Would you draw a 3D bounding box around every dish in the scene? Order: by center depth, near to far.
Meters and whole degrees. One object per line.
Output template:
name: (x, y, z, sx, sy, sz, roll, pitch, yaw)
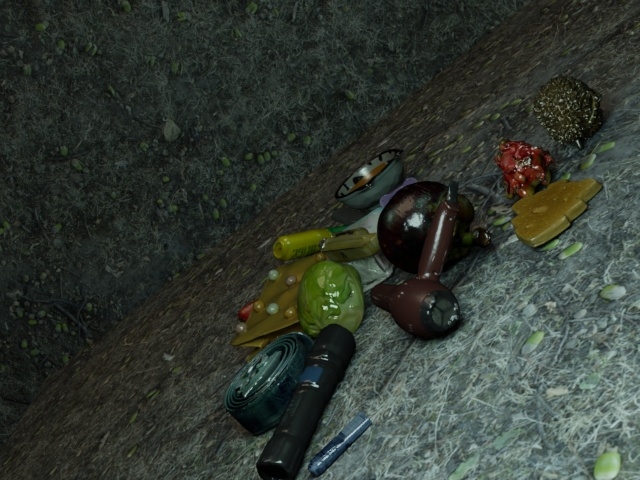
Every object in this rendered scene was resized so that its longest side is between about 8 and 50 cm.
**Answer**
dish: (0.193, -0.194, 2.573, 0.303, 0.120, 0.303, -36, 15, 12)

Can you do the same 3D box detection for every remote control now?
remote control: (0.036, 0.395, 1.430, 0.152, 0.027, 0.043, -41, 11, -14)

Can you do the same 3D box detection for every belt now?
belt: (-0.108, 0.336, 1.768, 0.267, 0.116, 0.206, -46, 19, -15)

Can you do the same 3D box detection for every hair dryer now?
hair dryer: (0.226, 0.029, 1.602, 0.312, 0.123, 0.340, -157, 82, -70)

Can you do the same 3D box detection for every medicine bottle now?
medicine bottle: (0.000, 0.000, 2.340, 0.309, 0.076, 0.111, -12, -20, -28)

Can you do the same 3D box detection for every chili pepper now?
chili pepper: (-0.220, 0.244, 2.350, 0.192, 0.086, 0.084, -36, 41, -25)

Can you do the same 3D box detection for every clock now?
clock: (0.257, -0.127, 2.252, 0.152, 0.110, 0.050, -35, 17, 13)

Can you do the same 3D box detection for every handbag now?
handbag: (-0.083, 0.179, 2.168, 0.283, 0.133, 0.401, -24, 21, 30)

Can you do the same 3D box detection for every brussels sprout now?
brussels sprout: (0.017, 0.151, 1.887, 0.223, 0.161, 0.223, -42, 33, 35)

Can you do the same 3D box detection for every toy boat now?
toy boat: (0.082, 0.007, 1.914, 0.226, 0.068, 0.088, -12, 37, 49)

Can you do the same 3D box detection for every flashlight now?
flashlight: (-0.023, 0.348, 1.593, 0.103, 0.103, 0.424, -28, 21, 36)

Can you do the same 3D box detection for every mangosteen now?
mangosteen: (0.269, -0.020, 1.736, 0.231, 0.231, 0.289, -43, 31, -13)

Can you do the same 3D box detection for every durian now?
durian: (0.621, -0.312, 1.846, 0.196, 0.196, 0.167, -51, 8, -38)

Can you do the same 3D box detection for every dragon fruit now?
dragon fruit: (0.497, -0.171, 1.795, 0.150, 0.133, 0.208, 97, 180, -59)

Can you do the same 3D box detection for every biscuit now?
biscuit: (0.501, -0.056, 1.613, 0.212, 0.041, 0.239, -16, 27, 42)

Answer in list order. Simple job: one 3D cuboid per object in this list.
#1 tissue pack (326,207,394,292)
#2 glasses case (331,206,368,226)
tissue pack: (0.117, 0.040, 2.083, 0.201, 0.124, 0.271, -36, 16, 27)
glasses case: (0.120, -0.063, 2.355, 0.072, 0.042, 0.190, -19, 27, -34)
